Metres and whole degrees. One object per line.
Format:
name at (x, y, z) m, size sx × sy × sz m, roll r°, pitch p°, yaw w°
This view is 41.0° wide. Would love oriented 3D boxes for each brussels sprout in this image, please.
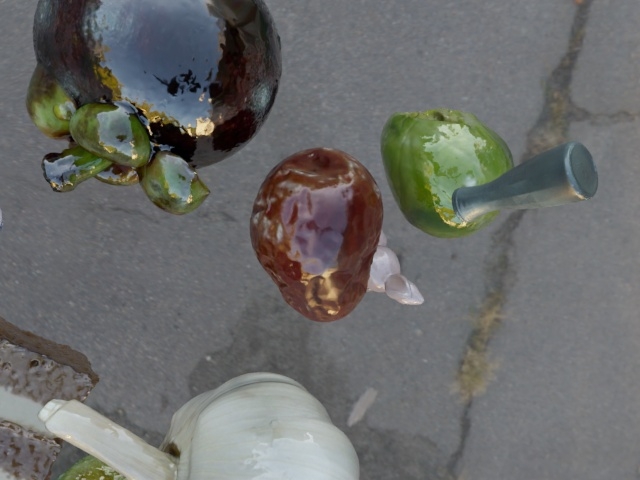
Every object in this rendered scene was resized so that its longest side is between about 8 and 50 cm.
brussels sprout at (0.275, -0.160, 1.866) m, size 0.268 × 0.344 × 0.344 m, roll -27°, pitch 114°, yaw 9°

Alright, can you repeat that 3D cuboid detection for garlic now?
garlic at (-0.096, 0.171, 0.616) m, size 0.226 × 0.199 × 0.199 m, roll 28°, pitch 83°, yaw -25°

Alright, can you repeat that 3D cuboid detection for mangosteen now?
mangosteen at (-0.201, -0.215, 1.062) m, size 0.330 × 0.330 × 0.330 m, roll -5°, pitch 100°, yaw -30°

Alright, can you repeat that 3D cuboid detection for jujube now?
jujube at (0.000, 0.000, 1.178) m, size 0.190 × 0.190 × 0.255 m, roll -33°, pitch 133°, yaw -22°

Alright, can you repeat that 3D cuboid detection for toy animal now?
toy animal at (0.108, 0.060, 1.684) m, size 0.124 × 0.212 × 0.124 m, roll -15°, pitch 140°, yaw -13°

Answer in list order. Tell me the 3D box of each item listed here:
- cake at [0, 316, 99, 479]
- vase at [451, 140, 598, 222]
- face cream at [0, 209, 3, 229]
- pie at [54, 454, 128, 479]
cake at (-0.545, 0.283, 1.422) m, size 0.282 × 0.255 × 0.290 m, roll 25°, pitch 84°, yaw -15°
vase at (0.296, -0.077, 1.274) m, size 0.086 × 0.214 × 0.086 m, roll 16°, pitch 67°, yaw -41°
face cream at (-0.518, -0.054, 1.170) m, size 0.058 × 0.243 × 0.092 m, roll -19°, pitch 116°, yaw -45°
pie at (-0.231, 0.379, 1.072) m, size 0.277 × 0.277 × 0.078 m, roll -5°, pitch 136°, yaw -30°
